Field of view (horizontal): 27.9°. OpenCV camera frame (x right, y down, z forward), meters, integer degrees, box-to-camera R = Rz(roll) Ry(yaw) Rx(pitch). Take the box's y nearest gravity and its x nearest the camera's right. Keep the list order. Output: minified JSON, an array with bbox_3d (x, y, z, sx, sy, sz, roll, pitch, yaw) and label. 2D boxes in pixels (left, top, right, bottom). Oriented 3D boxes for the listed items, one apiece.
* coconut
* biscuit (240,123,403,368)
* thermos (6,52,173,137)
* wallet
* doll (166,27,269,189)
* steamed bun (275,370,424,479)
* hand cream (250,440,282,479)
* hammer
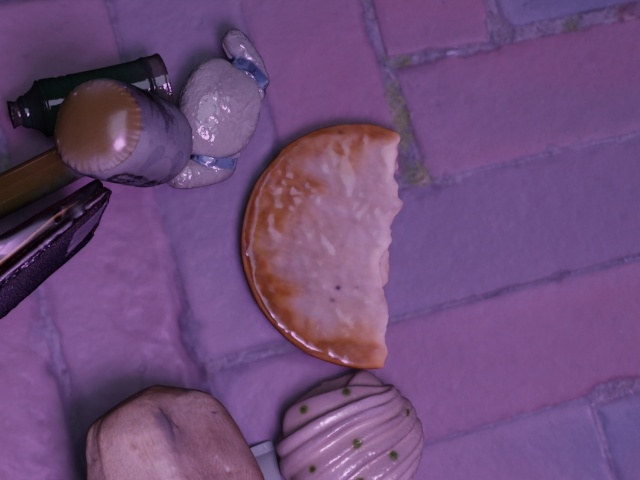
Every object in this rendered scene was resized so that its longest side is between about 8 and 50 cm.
[{"bbox_3d":[-0.163,0.272,1.414,0.224,0.224,0.224,3,80,-17],"label":"coconut"},{"bbox_3d":[0.000,0.000,1.596,0.205,0.040,0.308,8,78,-16],"label":"biscuit"},{"bbox_3d":[-0.275,-0.165,1.529,0.188,0.083,0.073,-14,64,-17],"label":"thermos"},{"bbox_3d":[-0.346,0.034,1.390,0.262,0.221,0.071,-36,88,-18],"label":"wallet"},{"bbox_3d":[-0.124,-0.155,1.567,0.104,0.071,0.214,22,79,-11],"label":"doll"},{"bbox_3d":[0.042,0.245,1.533,0.183,0.106,0.182,3,79,-17],"label":"steamed bun"},{"bbox_3d":[-0.054,0.343,1.519,0.078,0.050,0.204,-13,82,-42],"label":"hand cream"},{"bbox_3d":[-0.302,-0.077,1.446,0.306,0.202,0.113,-24,79,12],"label":"hammer"}]
